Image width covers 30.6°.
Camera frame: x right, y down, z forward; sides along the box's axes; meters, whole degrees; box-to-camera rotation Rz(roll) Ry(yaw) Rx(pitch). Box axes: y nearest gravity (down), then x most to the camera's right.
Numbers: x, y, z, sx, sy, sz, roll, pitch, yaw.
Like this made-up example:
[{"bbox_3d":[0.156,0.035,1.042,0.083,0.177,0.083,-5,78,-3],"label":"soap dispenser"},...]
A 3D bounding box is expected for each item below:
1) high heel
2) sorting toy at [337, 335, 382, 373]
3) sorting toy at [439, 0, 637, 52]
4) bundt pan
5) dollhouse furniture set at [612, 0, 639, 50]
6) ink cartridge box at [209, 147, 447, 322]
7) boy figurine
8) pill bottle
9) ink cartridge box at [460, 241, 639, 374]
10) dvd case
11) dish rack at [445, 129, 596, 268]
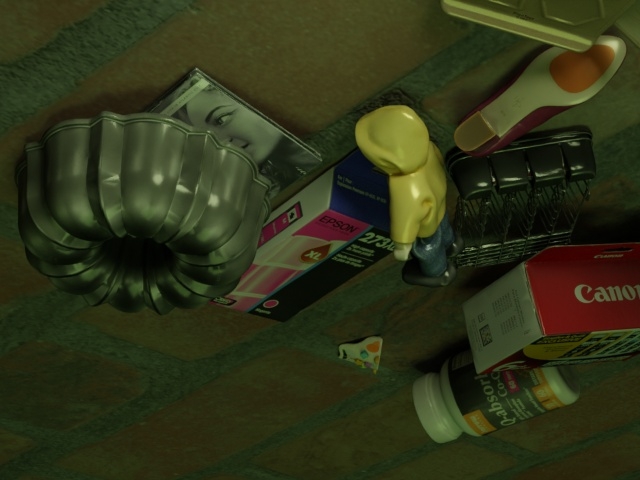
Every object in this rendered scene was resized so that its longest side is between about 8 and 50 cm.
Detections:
[{"bbox_3d":[0.281,-0.183,1.498,0.244,0.082,0.117,-37,175,15],"label":"high heel"},{"bbox_3d":[0.069,0.204,2.095,0.075,0.045,0.083,9,149,4],"label":"sorting toy"},{"bbox_3d":[0.250,-0.287,1.259,0.193,0.038,0.208,14,157,-10],"label":"sorting toy"},{"bbox_3d":[-0.225,-0.012,1.470,0.331,0.124,0.331,0,147,0],"label":"bundt pan"},{"bbox_3d":[0.501,-0.333,1.318,0.355,0.174,0.303,-29,153,-21],"label":"dollhouse furniture set"},{"bbox_3d":[0.000,0.000,1.702,0.176,0.069,0.371,19,136,-41],"label":"ink cartridge box"},{"bbox_3d":[0.120,-0.057,1.549,0.092,0.177,0.285,0,140,25],"label":"boy figurine"},{"bbox_3d":[0.320,0.266,2.152,0.278,0.162,0.162,-26,146,23],"label":"pill bottle"},{"bbox_3d":[0.432,0.108,1.889,0.309,0.130,0.272,-2,158,-25],"label":"ink cartridge box"},{"bbox_3d":[-0.131,-0.110,1.468,0.164,0.018,0.221,-34,133,27],"label":"dvd case"},{"bbox_3d":[0.284,-0.047,1.704,0.208,0.074,0.271,-9,152,-3],"label":"dish rack"}]
